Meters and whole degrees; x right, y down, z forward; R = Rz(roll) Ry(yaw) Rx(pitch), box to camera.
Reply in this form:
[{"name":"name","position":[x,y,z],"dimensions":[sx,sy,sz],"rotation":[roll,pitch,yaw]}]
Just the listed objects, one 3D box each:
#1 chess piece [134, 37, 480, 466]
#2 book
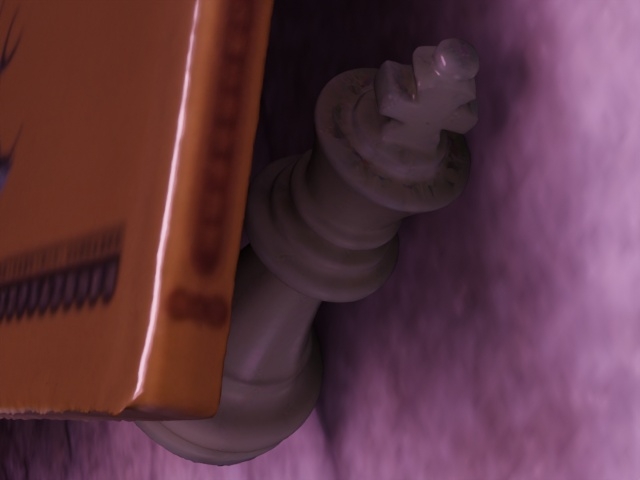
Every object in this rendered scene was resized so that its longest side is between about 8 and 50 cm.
[{"name":"chess piece","position":[0.000,0.000,0.430],"dimensions":[0.149,0.059,0.059],"rotation":[-48,47,47]},{"name":"book","position":[-0.055,-0.141,0.497],"dimensions":[0.269,0.032,0.389],"rotation":[165,114,-66]}]
